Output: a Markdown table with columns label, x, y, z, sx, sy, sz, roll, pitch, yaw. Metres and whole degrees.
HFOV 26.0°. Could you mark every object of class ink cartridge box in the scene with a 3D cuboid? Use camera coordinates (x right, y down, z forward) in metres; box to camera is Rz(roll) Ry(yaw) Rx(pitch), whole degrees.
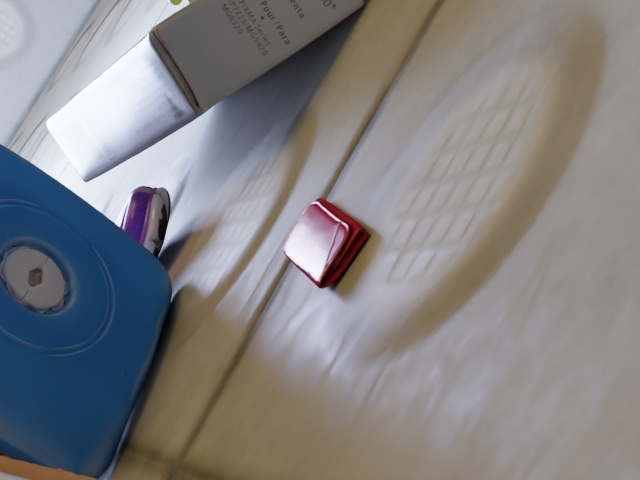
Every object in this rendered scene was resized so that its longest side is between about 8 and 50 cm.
| label | x | y | z | sx | sy | sz | roll | pitch | yaw |
| --- | --- | --- | --- | --- | --- | --- | --- | --- | --- |
| ink cartridge box | -0.045 | -0.142 | 0.919 | 0.239 | 0.060 | 0.275 | -36 | 8 | -23 |

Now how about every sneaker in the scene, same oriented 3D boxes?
| label | x | y | z | sx | sy | sz | roll | pitch | yaw |
| --- | --- | --- | --- | --- | --- | --- | --- | --- | --- |
| sneaker | -0.156 | 0.024 | 0.892 | 0.170 | 0.071 | 0.068 | -46 | 19 | 29 |

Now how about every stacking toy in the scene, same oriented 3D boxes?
| label | x | y | z | sx | sy | sz | roll | pitch | yaw |
| --- | --- | --- | --- | --- | --- | --- | --- | --- | --- |
| stacking toy | -0.239 | 0.092 | 0.806 | 0.302 | 0.165 | 0.175 | -39 | 24 | 37 |

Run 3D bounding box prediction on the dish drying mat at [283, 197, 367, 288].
| label | x | y | z | sx | sy | sz | roll | pitch | yaw |
| --- | --- | --- | --- | --- | --- | --- | --- | --- | --- |
| dish drying mat | 0.000 | 0.000 | 0.609 | 0.032 | 0.008 | 0.083 | -57 | 17 | 2 |

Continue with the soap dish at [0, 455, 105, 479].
| label | x | y | z | sx | sy | sz | roll | pitch | yaw |
| --- | --- | --- | --- | --- | --- | --- | --- | --- | --- |
| soap dish | -0.130 | 0.158 | 0.327 | 0.290 | 0.118 | 0.229 | 2 | 51 | 45 |

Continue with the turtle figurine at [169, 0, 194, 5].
| label | x | y | z | sx | sy | sz | roll | pitch | yaw |
| --- | --- | --- | --- | --- | --- | --- | --- | --- | --- |
| turtle figurine | -0.043 | -0.237 | 0.938 | 0.269 | 0.087 | 0.217 | -47 | 11 | -34 |
